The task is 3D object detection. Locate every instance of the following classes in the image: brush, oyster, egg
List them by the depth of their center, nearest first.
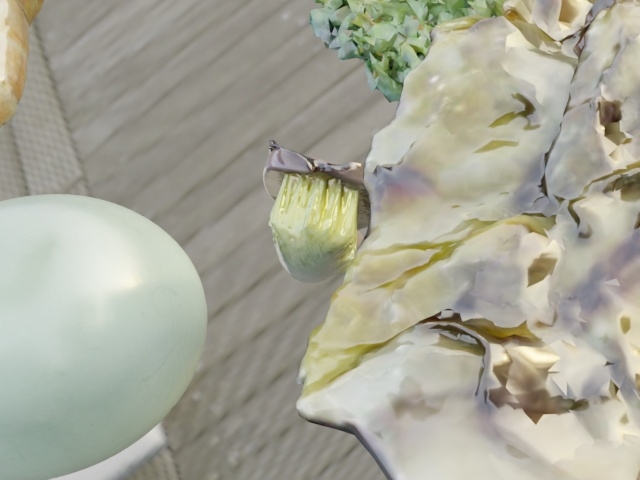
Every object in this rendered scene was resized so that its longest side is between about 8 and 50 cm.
[{"bbox_3d":[0.109,0.018,0.375,0.223,0.214,0.083,-58,-3,-45],"label":"oyster"},{"bbox_3d":[-0.002,0.001,0.984,0.072,0.313,0.067,18,83,3],"label":"brush"},{"bbox_3d":[-0.203,0.069,1.035,0.264,0.183,0.183,-17,39,-1],"label":"egg"}]

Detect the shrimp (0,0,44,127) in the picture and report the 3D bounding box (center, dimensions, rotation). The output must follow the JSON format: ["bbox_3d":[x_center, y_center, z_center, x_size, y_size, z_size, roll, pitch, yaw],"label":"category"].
[{"bbox_3d":[-0.227,-0.153,0.867,0.296,0.169,0.058,-83,17,-48],"label":"shrimp"}]

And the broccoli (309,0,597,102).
[{"bbox_3d":[0.079,-0.142,0.564,0.194,0.194,0.219,-46,46,-8],"label":"broccoli"}]
